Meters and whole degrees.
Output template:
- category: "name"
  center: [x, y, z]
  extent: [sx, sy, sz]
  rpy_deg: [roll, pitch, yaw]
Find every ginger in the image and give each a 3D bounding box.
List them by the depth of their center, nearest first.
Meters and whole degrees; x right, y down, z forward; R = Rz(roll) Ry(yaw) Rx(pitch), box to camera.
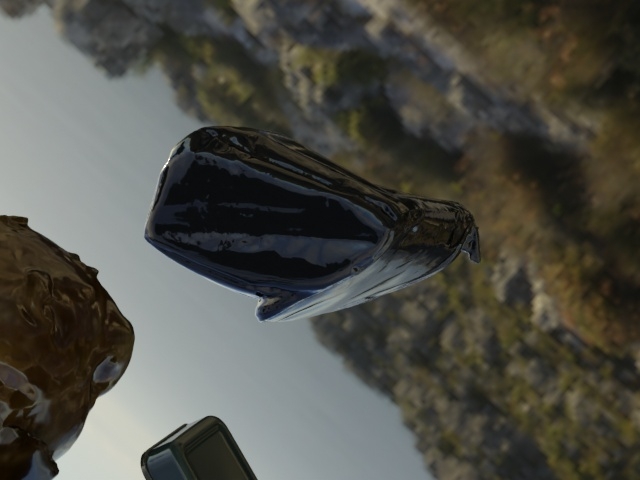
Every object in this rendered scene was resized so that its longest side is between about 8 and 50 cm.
- category: "ginger"
  center: [-0.288, 0.086, 1.196]
  extent: [0.200, 0.223, 0.269]
  rpy_deg: [34, 158, -35]

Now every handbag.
- category: "handbag"
  center: [-0.002, 0.003, 1.603]
  extent: [0.275, 0.178, 0.302]
  rpy_deg: [25, -172, 19]

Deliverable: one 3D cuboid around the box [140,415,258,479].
- category: "box"
  center: [-0.068, 0.185, 1.069]
  extent: [0.126, 0.031, 0.091]
  rpy_deg: [60, -158, 2]
